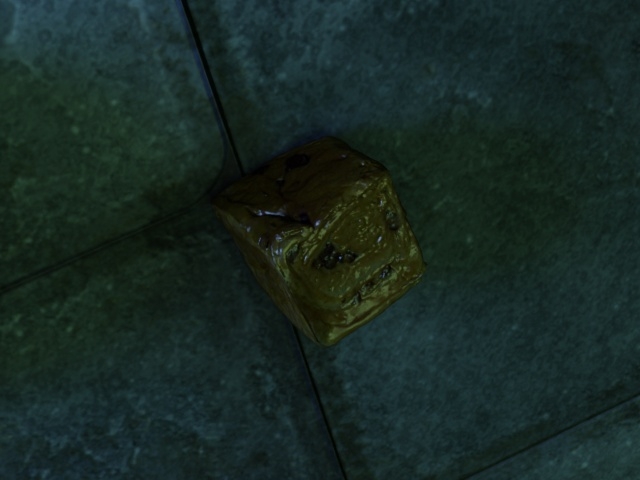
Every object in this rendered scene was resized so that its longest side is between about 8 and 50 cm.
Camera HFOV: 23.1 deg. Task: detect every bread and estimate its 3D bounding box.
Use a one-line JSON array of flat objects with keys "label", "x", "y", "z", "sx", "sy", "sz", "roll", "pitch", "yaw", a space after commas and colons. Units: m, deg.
[{"label": "bread", "x": 0.000, "y": 0.000, "z": 1.530, "sx": 0.149, "sy": 0.143, "sz": 0.158, "roll": -30, "pitch": 126, "yaw": -14}]
